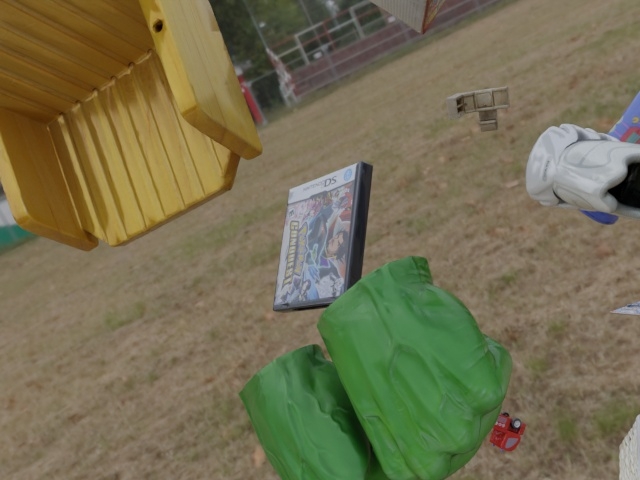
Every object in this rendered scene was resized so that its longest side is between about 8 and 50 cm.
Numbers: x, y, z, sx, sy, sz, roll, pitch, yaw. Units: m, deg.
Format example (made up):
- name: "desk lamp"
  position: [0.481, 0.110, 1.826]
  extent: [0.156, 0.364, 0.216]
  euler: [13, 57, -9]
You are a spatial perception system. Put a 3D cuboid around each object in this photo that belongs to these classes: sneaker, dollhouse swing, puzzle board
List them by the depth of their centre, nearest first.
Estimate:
- name: "sneaker"
  position: [0.368, -0.061, 0.695]
  extent: [0.292, 0.110, 0.118]
  euler: [-3, 18, -19]
- name: "dollhouse swing"
  position: [-0.324, -0.166, 0.793]
  extent: [0.346, 0.315, 0.305]
  euler: [-24, -7, 26]
- name: "puzzle board"
  position: [0.648, 0.130, 1.275]
  extent: [0.096, 0.011, 0.128]
  euler: [-12, 2, -23]

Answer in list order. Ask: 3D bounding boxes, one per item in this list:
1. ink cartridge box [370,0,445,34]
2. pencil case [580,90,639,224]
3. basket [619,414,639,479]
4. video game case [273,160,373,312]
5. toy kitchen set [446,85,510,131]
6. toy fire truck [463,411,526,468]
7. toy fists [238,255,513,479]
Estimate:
- name: "ink cartridge box"
  position: [0.121, -0.372, 0.595]
  extent: [0.272, 0.130, 0.309]
  euler: [-58, -3, 7]
- name: "pencil case"
  position: [0.556, -0.171, 1.133]
  extent: [0.133, 0.119, 0.306]
  euler: [-13, -37, -55]
- name: "basket"
  position: [0.474, 0.339, 0.887]
  extent: [0.113, 0.103, 0.167]
  euler: [13, 49, 6]
- name: "video game case"
  position: [0.000, 0.000, 1.306]
  extent: [0.035, 0.275, 0.248]
  euler: [18, -20, -33]
- name: "toy kitchen set"
  position: [0.255, -0.203, 1.049]
  extent: [0.083, 0.068, 0.075]
  euler: [-2, 17, 28]
- name: "toy fire truck"
  position: [0.260, 0.352, 1.160]
  extent: [0.135, 0.192, 0.047]
  euler: [-68, 16, -4]
- name: "toy fists"
  position: [0.039, 0.135, 0.527]
  extent: [0.096, 0.142, 0.279]
  euler: [-9, -27, -41]
